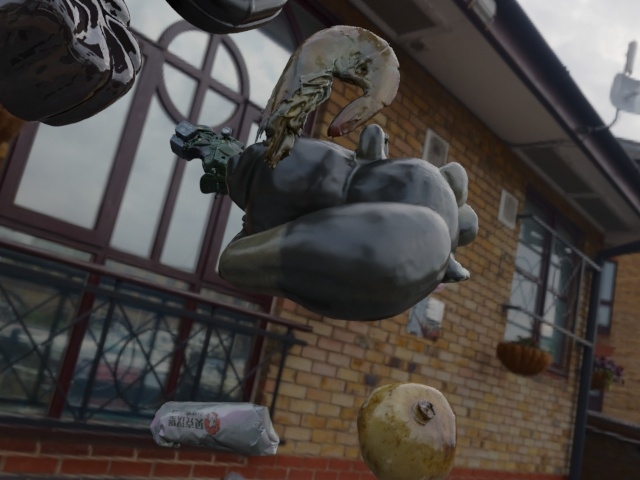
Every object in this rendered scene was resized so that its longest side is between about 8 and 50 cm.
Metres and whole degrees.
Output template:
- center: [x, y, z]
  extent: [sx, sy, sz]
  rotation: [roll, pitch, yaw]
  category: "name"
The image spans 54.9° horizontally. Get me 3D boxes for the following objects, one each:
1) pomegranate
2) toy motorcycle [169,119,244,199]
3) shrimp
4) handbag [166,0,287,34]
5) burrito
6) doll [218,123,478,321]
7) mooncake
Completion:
- center: [0.180, 0.381, 1.227]
  extent: [0.215, 0.216, 0.215]
  rotation: [12, -12, 3]
  category: "pomegranate"
- center: [-0.295, -0.219, 1.646]
  extent: [0.274, 0.187, 0.125]
  rotation: [33, -34, 20]
  category: "toy motorcycle"
- center: [0.011, -0.166, 0.712]
  extent: [0.132, 0.236, 0.053]
  rotation: [29, -29, 4]
  category: "shrimp"
- center: [-0.164, -0.470, 1.007]
  extent: [0.093, 0.254, 0.308]
  rotation: [-17, 15, 35]
  category: "handbag"
- center: [-0.131, 0.227, 0.750]
  extent: [0.203, 0.064, 0.064]
  rotation: [-10, -23, 34]
  category: "burrito"
- center: [-0.003, -0.035, 0.807]
  extent: [0.381, 0.253, 0.378]
  rotation: [-2, -2, 20]
  category: "doll"
- center: [-0.392, -0.320, 0.905]
  extent: [0.154, 0.306, 0.306]
  rotation: [-21, -19, 8]
  category: "mooncake"
